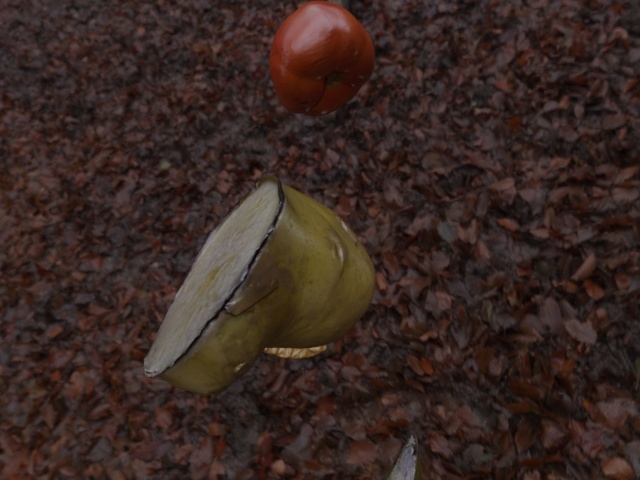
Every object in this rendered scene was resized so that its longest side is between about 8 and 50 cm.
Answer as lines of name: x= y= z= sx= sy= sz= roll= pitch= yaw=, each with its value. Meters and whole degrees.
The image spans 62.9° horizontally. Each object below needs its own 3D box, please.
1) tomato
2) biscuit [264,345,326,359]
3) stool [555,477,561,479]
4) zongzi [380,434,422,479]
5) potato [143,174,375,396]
tomato: x=-0.007 y=-0.400 z=1.158 sx=0.259 sy=0.260 sz=0.180 roll=-32 pitch=65 yaw=0
biscuit: x=-0.112 y=0.146 z=1.263 sx=0.204 sy=0.040 sz=0.309 roll=-15 pitch=80 yaw=-19
stool: x=0.465 y=0.487 z=0.882 sx=0.121 sy=0.217 sz=0.125 roll=-1 pitch=64 yaw=58
zongzi: x=0.095 y=0.362 z=0.443 sx=0.286 sy=0.138 sz=0.300 roll=34 pitch=78 yaw=1
potato: x=-0.050 y=0.098 z=0.854 sx=0.289 sy=0.296 sz=0.397 roll=-37 pitch=27 yaw=35
